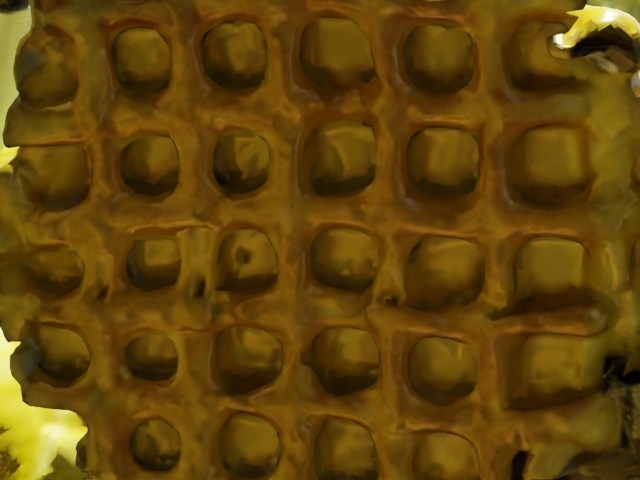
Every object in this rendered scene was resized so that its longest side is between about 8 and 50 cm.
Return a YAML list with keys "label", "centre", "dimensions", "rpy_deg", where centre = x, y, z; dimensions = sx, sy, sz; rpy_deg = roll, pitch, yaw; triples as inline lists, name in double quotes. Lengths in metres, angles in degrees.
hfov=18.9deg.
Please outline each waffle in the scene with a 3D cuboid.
- label: "waffle"
  centre: [0.009, 0.006, 0.768]
  dimensions: [0.062, 0.329, 0.329]
  rpy_deg: [-53, 142, -70]

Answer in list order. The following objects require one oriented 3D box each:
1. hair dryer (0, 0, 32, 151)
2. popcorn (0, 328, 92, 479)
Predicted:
- label: "hair dryer"
  centre: [-0.193, -0.054, 1.065]
  dimensions: [0.236, 0.131, 0.073]
  rpy_deg: [110, -21, -47]
- label: "popcorn"
  centre: [-0.146, 0.160, 1.000]
  dimensions: [0.225, 0.276, 0.276]
  rpy_deg: [37, 42, -62]
